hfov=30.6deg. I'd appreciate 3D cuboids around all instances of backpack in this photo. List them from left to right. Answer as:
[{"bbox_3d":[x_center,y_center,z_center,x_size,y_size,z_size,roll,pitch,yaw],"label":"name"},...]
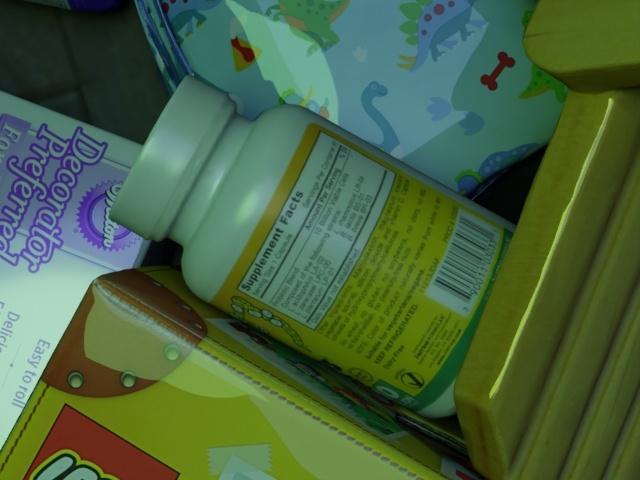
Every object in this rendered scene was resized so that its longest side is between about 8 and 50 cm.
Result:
[{"bbox_3d":[0.027,-0.118,0.778,0.290,0.273,0.355,-32,69,6],"label":"backpack"}]

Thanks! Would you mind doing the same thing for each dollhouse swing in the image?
[{"bbox_3d":[0.285,0.003,0.551,0.347,0.315,0.304,20,78,-41],"label":"dollhouse swing"}]

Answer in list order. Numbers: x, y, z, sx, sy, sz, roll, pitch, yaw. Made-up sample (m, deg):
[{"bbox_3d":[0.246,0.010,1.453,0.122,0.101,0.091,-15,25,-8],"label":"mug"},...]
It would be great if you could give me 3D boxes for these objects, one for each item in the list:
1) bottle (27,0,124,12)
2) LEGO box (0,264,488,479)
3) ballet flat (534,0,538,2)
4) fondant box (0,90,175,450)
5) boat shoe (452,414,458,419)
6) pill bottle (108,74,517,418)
[{"bbox_3d":[-0.275,-0.249,0.864,0.283,0.092,0.118,11,76,2],"label":"bottle"},{"bbox_3d":[0.030,0.296,0.636,0.500,0.193,0.372,29,94,6],"label":"LEGO box"},{"bbox_3d":[0.252,-0.114,0.733,0.409,0.147,0.147,24,77,-37],"label":"ballet flat"},{"bbox_3d":[-0.284,0.003,0.816,0.330,0.096,0.238,21,80,3],"label":"fondant box"},{"bbox_3d":[0.208,0.088,0.792,0.306,0.113,0.104,4,73,-2],"label":"boat shoe"},{"bbox_3d":[0.000,0.000,0.623,0.208,0.117,0.117,29,80,-7],"label":"pill bottle"}]
